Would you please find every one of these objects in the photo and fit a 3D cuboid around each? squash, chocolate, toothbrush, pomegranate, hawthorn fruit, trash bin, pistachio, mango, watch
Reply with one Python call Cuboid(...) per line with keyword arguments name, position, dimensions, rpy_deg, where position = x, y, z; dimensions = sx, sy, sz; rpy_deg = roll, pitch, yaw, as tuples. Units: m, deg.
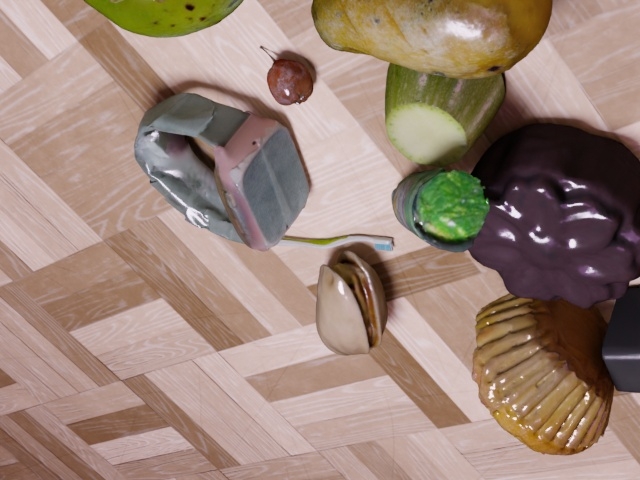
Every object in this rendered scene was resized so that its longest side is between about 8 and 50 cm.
Cuboid(name="squash", position=(0.158, -0.183, 1.436), dimensions=(0.170, 0.123, 0.170), rpy_deg=(16, 144, 12))
Cuboid(name="chocolate", position=(0.150, -0.052, 1.488), dimensions=(0.110, 0.110, 0.291), rpy_deg=(34, -179, -8))
Cuboid(name="toothbrush", position=(0.000, 0.000, 1.781), dimensions=(0.263, 0.022, 0.026), rpy_deg=(3, 122, 25))
Cuboid(name="pomegranate", position=(-0.193, -0.363, 1.280), dimensions=(0.260, 0.340, 0.260), rpy_deg=(1, 122, 1))
Cuboid(name="hawthorn fruit", position=(-0.053, -0.245, 1.535), dimensions=(0.067, 0.067, 0.103), rpy_deg=(-35, 80, 46))
Cuboid(name="trash bin", position=(0.545, 0.143, 1.534), dimensions=(0.225, 0.165, 0.115), rpy_deg=(-6, 130, 36))
Cuboid(name="pistachio", position=(0.049, 0.114, 1.796), dimensions=(0.152, 0.126, 0.223), rpy_deg=(52, 160, 32))
Cuboid(name="mango", position=(0.129, -0.294, 1.308), dimensions=(0.329, 0.175, 0.176), rpy_deg=(21, 120, 35))
Cuboid(name="watch", position=(-0.172, -0.111, 1.665), dimensions=(0.241, 0.162, 0.253), rpy_deg=(8, 136, 31))

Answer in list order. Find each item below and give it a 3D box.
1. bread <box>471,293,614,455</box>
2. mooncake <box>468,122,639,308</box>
Cuboid(name="bread", position=(0.352, 0.191, 1.612), dimensions=(0.274, 0.274, 0.149), rpy_deg=(36, 130, -11))
Cuboid(name="mooncake", position=(0.331, -0.023, 1.492), dimensions=(0.283, 0.141, 0.283), rpy_deg=(17, 139, 15))
